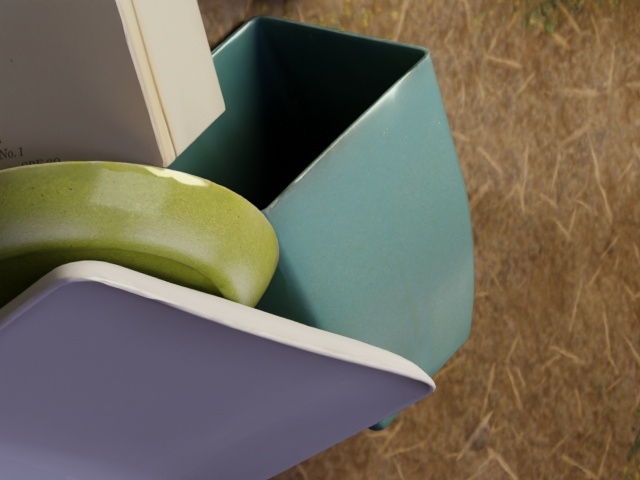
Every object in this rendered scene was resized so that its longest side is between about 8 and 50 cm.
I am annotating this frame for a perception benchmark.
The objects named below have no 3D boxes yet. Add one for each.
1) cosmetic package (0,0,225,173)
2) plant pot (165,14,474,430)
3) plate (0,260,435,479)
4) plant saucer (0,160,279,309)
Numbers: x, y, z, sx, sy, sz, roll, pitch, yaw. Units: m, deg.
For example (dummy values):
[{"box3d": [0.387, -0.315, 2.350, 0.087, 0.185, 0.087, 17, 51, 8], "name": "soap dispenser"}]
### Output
[{"box3d": [-0.175, -0.188, 0.986, 0.113, 0.160, 0.309, -56, 134, -63], "name": "cosmetic package"}, {"box3d": [0.000, 0.000, 1.201, 0.166, 0.165, 0.234, -45, 131, -25], "name": "plant pot"}, {"box3d": [-0.120, 0.093, 1.069, 0.277, 0.278, 0.045, 20, 51, -40], "name": "plate"}, {"box3d": [-0.142, 0.032, 1.037, 0.241, 0.241, 0.037, 21, 51, -41], "name": "plant saucer"}]
